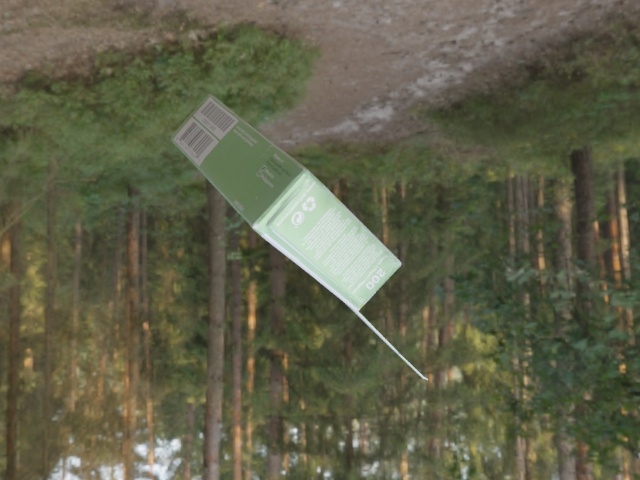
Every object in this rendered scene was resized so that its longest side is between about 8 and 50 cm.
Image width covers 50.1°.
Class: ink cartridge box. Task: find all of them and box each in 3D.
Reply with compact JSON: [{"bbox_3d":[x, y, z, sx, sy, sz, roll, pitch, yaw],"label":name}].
[{"bbox_3d":[0.000,0.000,0.545,0.235,0.056,0.171,42,180,-40],"label":"ink cartridge box"}]
